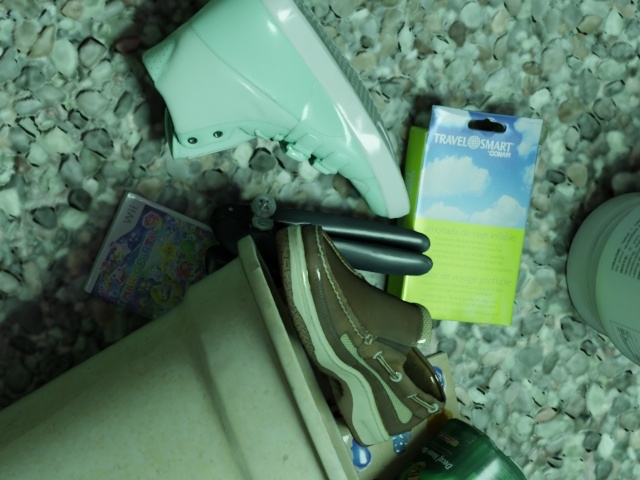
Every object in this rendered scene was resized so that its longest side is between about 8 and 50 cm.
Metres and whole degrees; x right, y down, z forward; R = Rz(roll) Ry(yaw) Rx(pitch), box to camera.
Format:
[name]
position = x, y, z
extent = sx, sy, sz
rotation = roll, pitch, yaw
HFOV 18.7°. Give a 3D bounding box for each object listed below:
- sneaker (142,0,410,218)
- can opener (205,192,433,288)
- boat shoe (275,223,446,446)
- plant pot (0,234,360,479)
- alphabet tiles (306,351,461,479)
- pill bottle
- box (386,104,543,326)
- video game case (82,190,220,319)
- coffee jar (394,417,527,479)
[sneaker]
position = -0.038, -0.090, 1.547
extent = 0.151, 0.094, 0.256
rotation = -30, 124, 10
[can opener]
position = 0.000, 0.000, 1.568
extent = 0.186, 0.059, 0.073
rotation = 1, 142, -12
[boat shoe]
position = 0.039, 0.064, 1.533
extent = 0.095, 0.095, 0.257
rotation = -16, 143, 8
[plant pot]
position = -0.125, 0.209, 1.445
extent = 0.305, 0.334, 0.333
rotation = -24, 108, -1
[alphabet tiles]
position = 0.035, 0.198, 1.659
extent = 0.198, 0.009, 0.237
rotation = -18, 105, -17
[pill bottle]
position = 0.325, 0.044, 1.594
extent = 0.160, 0.283, 0.160
rotation = -4, 101, -21
[box]
position = 0.120, -0.021, 1.633
extent = 0.109, 0.042, 0.178
rotation = 6, 97, -22
[video game case]
position = -0.119, 0.023, 1.566
extent = 0.122, 0.011, 0.087
rotation = 24, 90, -23
[coffee jar]
position = 0.083, 0.240, 1.627
extent = 0.184, 0.096, 0.079
rotation = -45, 113, -9
